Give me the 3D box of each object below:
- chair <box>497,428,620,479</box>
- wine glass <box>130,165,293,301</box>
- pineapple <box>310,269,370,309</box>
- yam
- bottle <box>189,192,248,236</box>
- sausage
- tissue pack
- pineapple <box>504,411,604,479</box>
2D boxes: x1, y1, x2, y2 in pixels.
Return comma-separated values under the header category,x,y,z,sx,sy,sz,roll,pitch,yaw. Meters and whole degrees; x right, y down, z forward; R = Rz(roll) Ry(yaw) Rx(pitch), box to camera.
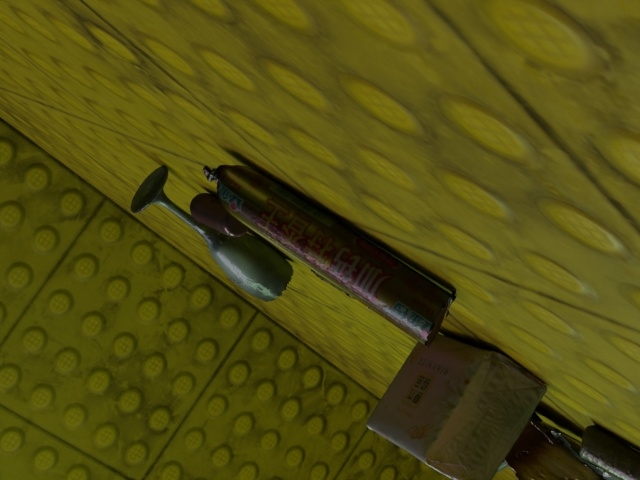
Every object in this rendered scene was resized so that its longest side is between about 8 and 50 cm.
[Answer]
category,x,y,z,sx,sy,sz,roll,pitch,yaw
chair,0.418,0.449,2.087,0.203,0.274,0.190,40,-166,-44
wine glass,-0.245,0.050,2.160,0.309,0.264,0.096,38,-161,-26
pineapple,0.084,0.076,1.733,0.221,0.047,0.221,31,174,3
yam,0.429,0.313,1.704,0.132,0.054,0.054,27,170,33
bottle,-0.166,-0.043,1.981,0.053,0.053,0.140,39,171,-33
sausage,0.000,0.000,1.508,0.371,0.082,0.082,33,172,15
tissue pack,0.193,0.242,1.755,0.124,0.185,0.225,33,173,-18
pineapple,0.341,0.340,1.915,0.236,0.114,0.186,48,179,44
